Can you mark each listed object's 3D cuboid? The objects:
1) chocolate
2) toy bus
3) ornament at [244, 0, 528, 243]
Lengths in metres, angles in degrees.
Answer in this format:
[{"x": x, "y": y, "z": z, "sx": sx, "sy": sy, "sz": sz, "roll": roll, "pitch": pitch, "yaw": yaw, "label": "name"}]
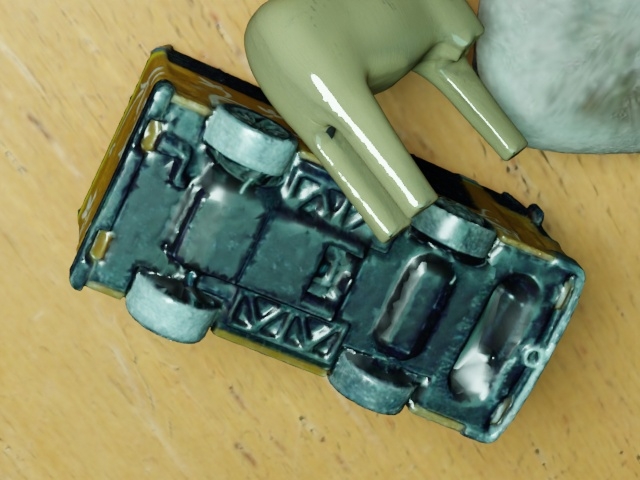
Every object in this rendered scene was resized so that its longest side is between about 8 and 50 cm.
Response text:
[{"x": 0.213, "y": -0.200, "z": 1.087, "sx": 0.185, "sy": 0.100, "sz": 0.303, "roll": -2, "pitch": 111, "yaw": -17, "label": "chocolate"}, {"x": 0.000, "y": 0.000, "z": 1.093, "sx": 0.323, "sy": 0.194, "sz": 0.162, "roll": 22, "pitch": 104, "yaw": -16, "label": "toy bus"}, {"x": 0.043, "y": -0.143, "z": 1.022, "sx": 0.245, "sy": 0.230, "sz": 0.061, "roll": 53, "pitch": 137, "yaw": 7, "label": "ornament"}]
